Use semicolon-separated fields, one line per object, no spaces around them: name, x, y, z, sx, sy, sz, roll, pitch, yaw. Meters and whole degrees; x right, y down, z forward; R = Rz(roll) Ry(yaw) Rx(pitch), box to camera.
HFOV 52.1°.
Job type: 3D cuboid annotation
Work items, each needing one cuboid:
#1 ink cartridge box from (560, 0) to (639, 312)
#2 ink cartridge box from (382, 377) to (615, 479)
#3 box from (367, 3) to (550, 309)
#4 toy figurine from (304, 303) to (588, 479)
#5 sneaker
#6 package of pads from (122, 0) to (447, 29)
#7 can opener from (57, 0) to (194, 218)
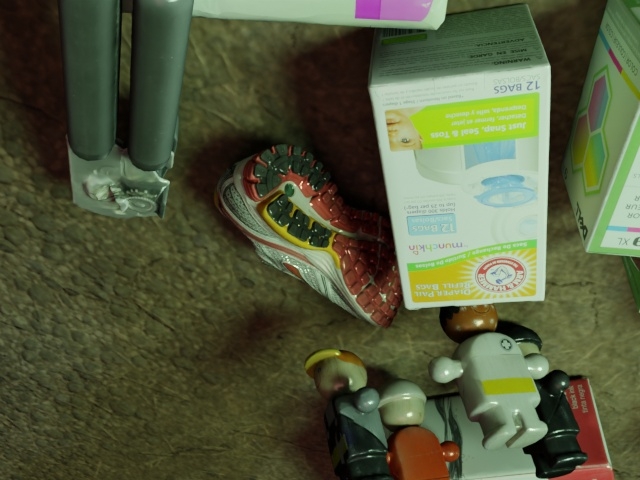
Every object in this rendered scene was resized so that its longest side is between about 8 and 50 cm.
ink cartridge box;0.223;-0.060;0.473;0.062;0.109;0.209;4;131;5
ink cartridge box;0.191;0.278;0.757;0.273;0.114;0.197;-13;127;18
box;0.108;-0.055;0.495;0.114;0.103;0.203;-4;129;12
toy figurine;0.113;0.149;0.601;0.213;0.148;0.209;-29;141;20
sneaker;0.000;0.000;0.584;0.093;0.088;0.225;-5;139;47
package of pads;-0.031;-0.265;0.340;0.229;0.101;0.296;4;130;3
can opener;-0.132;-0.100;0.449;0.076;0.095;0.283;9;151;-14
